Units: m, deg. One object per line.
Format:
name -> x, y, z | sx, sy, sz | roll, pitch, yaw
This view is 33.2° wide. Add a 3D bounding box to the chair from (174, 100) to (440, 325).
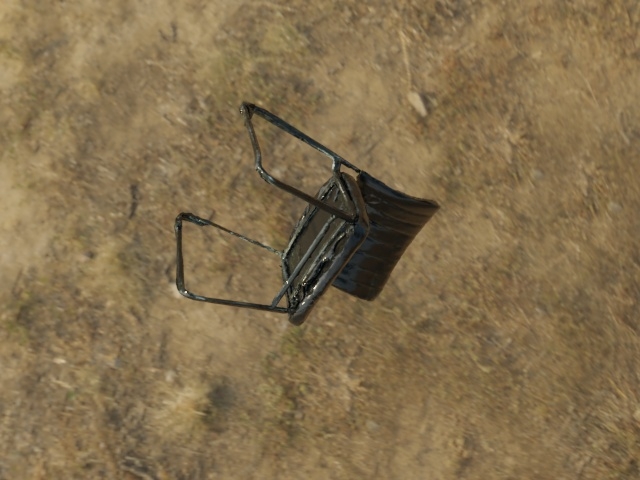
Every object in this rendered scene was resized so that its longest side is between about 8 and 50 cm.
chair -> 0.000, 0.000, 0.955 | 0.140, 0.221, 0.145 | -56, 25, 23
